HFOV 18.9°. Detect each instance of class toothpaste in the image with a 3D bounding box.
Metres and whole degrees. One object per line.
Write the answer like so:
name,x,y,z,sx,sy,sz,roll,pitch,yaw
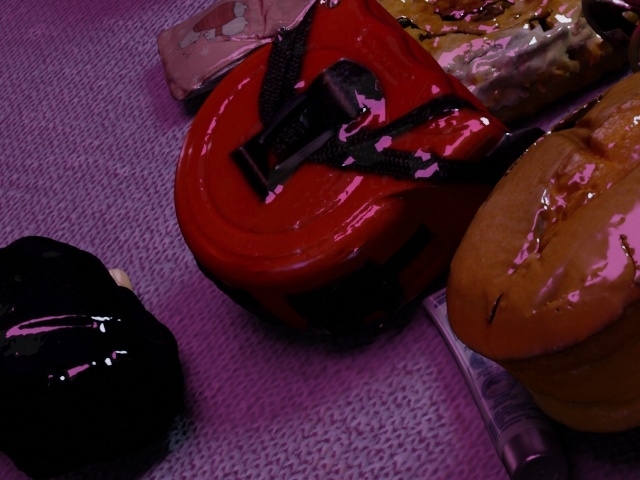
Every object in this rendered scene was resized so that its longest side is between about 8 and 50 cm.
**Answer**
toothpaste,0.119,0.089,1.312,0.062,0.039,0.239,-31,31,7

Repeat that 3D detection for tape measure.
tape measure,0.015,-0.052,1.454,0.260,0.114,0.253,-42,48,4

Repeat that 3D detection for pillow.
pillow,-0.039,-0.217,1.806,0.248,0.049,0.135,-32,32,10

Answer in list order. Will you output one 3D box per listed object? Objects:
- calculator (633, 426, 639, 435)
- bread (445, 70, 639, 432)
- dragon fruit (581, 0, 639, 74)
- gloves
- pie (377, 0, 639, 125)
calculator,0.276,0.066,1.222,0.194,0.043,0.294,-41,34,-14
bread,0.202,-0.007,1.216,0.269,0.142,0.195,-46,31,-12
dragon fruit,0.330,-0.167,1.374,0.218,0.198,0.273,-66,17,-3
gloves,-0.209,0.077,1.497,0.197,0.152,0.301,-14,11,-27
pie,0.145,-0.196,1.620,0.308,0.085,0.308,-19,36,15
